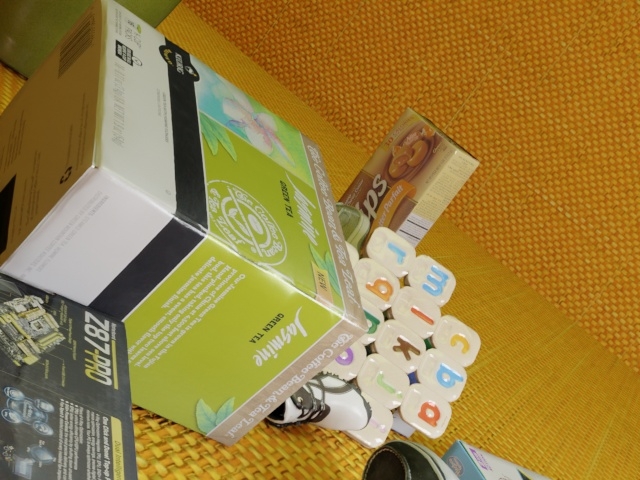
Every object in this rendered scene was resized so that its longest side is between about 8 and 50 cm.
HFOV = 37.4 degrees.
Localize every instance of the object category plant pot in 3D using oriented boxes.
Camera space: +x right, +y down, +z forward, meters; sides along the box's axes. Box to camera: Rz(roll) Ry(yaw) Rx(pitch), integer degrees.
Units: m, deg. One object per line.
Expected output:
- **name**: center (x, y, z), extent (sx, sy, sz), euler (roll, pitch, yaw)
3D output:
- **plant pot**: center (-0.419, -0.455, 1.641), extent (0.366, 0.353, 0.366), euler (35, 15, -10)

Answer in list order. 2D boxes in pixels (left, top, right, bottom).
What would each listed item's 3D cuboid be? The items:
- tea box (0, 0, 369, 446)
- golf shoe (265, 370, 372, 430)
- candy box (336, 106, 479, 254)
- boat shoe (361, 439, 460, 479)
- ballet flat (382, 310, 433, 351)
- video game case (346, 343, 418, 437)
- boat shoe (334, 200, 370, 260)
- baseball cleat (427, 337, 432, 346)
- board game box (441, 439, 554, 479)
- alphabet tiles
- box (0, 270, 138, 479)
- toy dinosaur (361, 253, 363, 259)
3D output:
- **tea box**: center (-0.159, -0.021, 0.983), extent (0.323, 0.220, 0.329), euler (33, 27, -33)
- **golf shoe**: center (-0.027, 0.191, 1.103), extent (0.198, 0.077, 0.094), euler (28, 30, -18)
- **candy box**: center (0.154, -0.089, 1.916), extent (0.087, 0.316, 0.183), euler (22, 20, -42)
- **boat shoe**: center (0.073, 0.287, 0.897), extent (0.119, 0.121, 0.335), euler (37, 15, -18)
- **ballet flat**: center (0.112, 0.133, 1.370), extent (0.070, 0.070, 0.188), euler (30, 20, -26)
- **video game case**: center (0.023, 0.142, 1.381), extent (0.244, 0.061, 0.269), euler (33, 14, -20)
- **boat shoe**: center (-0.002, 0.002, 1.418), extent (0.103, 0.118, 0.320), euler (38, 20, -8)
- **baseball cleat**: center (0.177, 0.158, 1.677), extent (0.206, 0.072, 0.109), euler (46, 17, 30)
- **board game box**: center (0.316, 0.402, 1.234), extent (0.316, 0.064, 0.242), euler (28, 16, -32)
- **alphabet tiles**: center (0.074, 0.122, 1.252), extent (0.278, 0.284, 0.021), euler (34, -31, -8)
- **box**: center (-0.276, 0.122, 0.613), extent (0.318, 0.097, 0.395), euler (24, 17, -24)
- **toy dinosaur**: center (0.068, 0.049, 1.739), extent (0.268, 0.064, 0.118), euler (17, 24, -10)
